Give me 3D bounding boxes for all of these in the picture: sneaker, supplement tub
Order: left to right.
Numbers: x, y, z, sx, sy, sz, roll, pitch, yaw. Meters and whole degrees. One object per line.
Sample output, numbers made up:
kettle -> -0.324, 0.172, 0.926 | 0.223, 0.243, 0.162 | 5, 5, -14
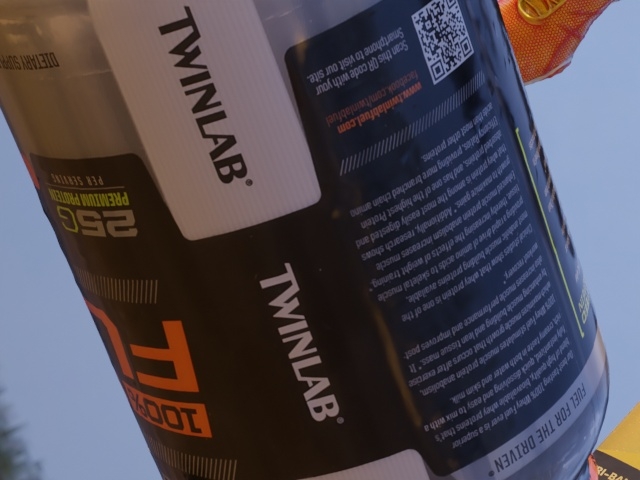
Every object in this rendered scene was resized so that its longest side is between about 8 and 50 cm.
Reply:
supplement tub -> 0.000, 0.000, 0.739 | 0.193, 0.193, 0.316 | 35, -31, 64
sneaker -> 0.147, -0.154, 1.073 | 0.064, 0.175, 0.067 | 47, -6, 33

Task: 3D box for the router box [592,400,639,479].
router box -> 0.409, 0.226, 1.635 | 0.309, 0.243, 0.081 | 22, -41, 35
